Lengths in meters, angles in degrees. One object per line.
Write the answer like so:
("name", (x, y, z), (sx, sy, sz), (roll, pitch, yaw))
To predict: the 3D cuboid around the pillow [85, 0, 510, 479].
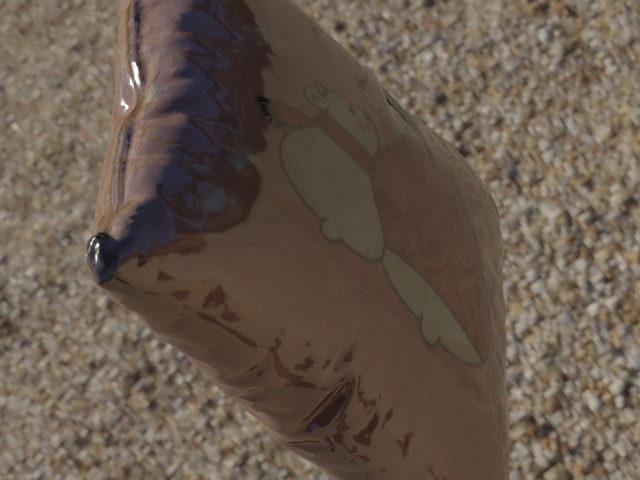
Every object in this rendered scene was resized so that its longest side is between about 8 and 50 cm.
("pillow", (0.000, 0.000, 0.564), (0.084, 0.236, 0.223), (-32, 33, 27))
